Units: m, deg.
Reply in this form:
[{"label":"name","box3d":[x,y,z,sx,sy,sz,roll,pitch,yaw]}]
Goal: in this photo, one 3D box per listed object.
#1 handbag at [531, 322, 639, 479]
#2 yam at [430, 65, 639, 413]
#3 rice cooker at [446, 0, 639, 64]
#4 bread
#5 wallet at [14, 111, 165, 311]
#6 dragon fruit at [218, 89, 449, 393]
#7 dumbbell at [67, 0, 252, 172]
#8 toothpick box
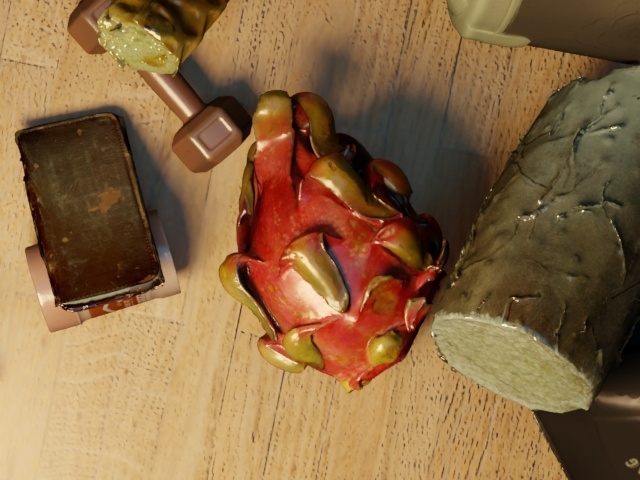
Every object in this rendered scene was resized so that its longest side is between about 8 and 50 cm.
[{"label":"handbag","box3d":[0.407,0.230,1.815,0.342,0.152,0.288,-10,107,34]},{"label":"yam","box3d":[0.274,0.006,1.739,0.241,0.241,0.348,39,65,-9]},{"label":"rice cooker","box3d":[0.264,-0.338,1.736,0.277,0.288,0.288,10,92,-8]},{"label":"bread","box3d":[-0.134,-0.289,1.733,0.098,0.087,0.269,13,55,27]},{"label":"wallet","box3d":[-0.247,-0.033,1.746,0.121,0.031,0.232,-14,60,-7]},{"label":"dragon fruit","box3d":[0.017,0.005,1.760,0.243,0.227,0.307,13,79,-11]},{"label":"dumbbell","box3d":[-0.174,-0.180,1.781,0.092,0.082,0.231,-41,98,-4]},{"label":"toothpick box","box3d":[-0.235,0.032,1.779,0.148,0.098,0.098,-17,96,-7]}]
